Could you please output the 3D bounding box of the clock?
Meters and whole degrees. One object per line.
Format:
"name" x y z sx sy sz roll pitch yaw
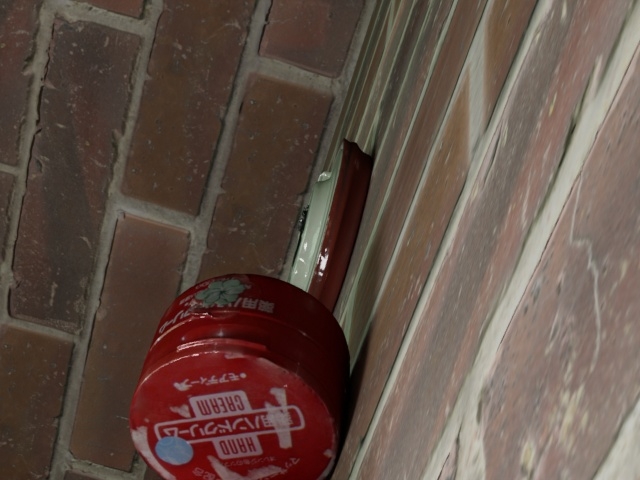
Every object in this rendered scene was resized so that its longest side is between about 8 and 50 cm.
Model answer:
"clock" 0.000 0.000 1.965 0.318 0.080 0.318 -163 90 -87

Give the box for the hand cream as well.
"hand cream" -0.080 0.158 1.380 0.149 0.230 0.230 -75 2 -57
